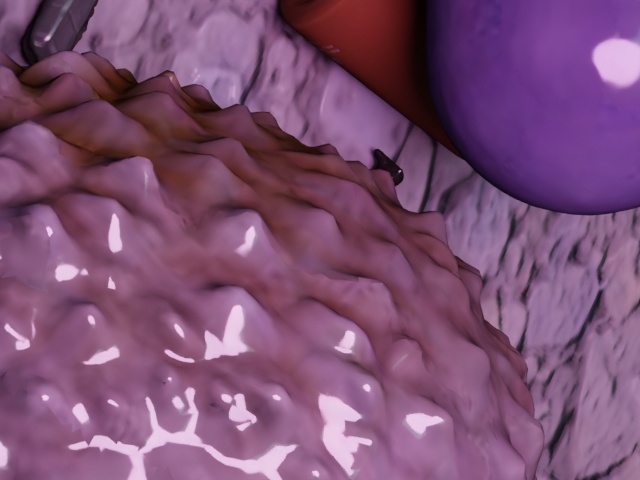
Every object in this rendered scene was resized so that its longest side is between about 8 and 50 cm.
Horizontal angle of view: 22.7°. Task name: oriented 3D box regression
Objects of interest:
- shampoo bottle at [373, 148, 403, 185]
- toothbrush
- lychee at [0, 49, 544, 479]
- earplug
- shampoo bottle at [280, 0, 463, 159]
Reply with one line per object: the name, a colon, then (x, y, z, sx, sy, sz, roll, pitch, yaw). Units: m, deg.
shampoo bottle: (0.000, 0.000, 0.953, 0.137, 0.027, 0.048, -44, 119, -24)
toothbrush: (-0.086, -0.221, 0.872, 0.030, 0.030, 0.297, 37, 75, -41)
lychee: (-0.094, 0.101, 0.686, 0.432, 0.380, 0.380, 44, 70, -22)
earplug: (0.152, -0.238, 0.877, 0.215, 0.215, 0.456, 13, 76, -35)
shampoo bottle: (0.085, -0.102, 0.971, 0.244, 0.085, 0.085, 32, 76, -33)
